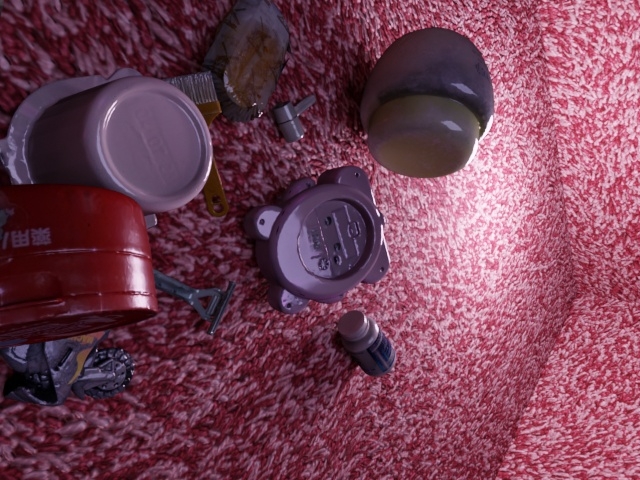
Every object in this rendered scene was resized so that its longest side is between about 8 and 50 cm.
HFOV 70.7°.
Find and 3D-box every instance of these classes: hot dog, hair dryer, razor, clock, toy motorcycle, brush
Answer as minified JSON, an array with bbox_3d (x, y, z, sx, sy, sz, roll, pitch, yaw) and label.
[{"bbox_3d":[-0.144,-0.360,0.883,0.162,0.082,0.270,44,58,-45],"label":"hot dog"},{"bbox_3d":[-0.048,-0.288,1.018,0.137,0.047,0.082,-51,129,-37],"label":"hair dryer"},{"bbox_3d":[-0.287,0.075,0.818,0.278,0.056,0.111,34,71,-35],"label":"razor"},{"bbox_3d":[0.000,0.000,1.027,0.322,0.113,0.295,-24,105,-31],"label":"clock"},{"bbox_3d":[-0.403,0.133,0.664,0.173,0.108,0.307,-33,115,-32],"label":"toy motorcycle"},{"bbox_3d":[-0.220,-0.168,0.843,0.103,0.013,0.272,-11,116,-3],"label":"brush"}]

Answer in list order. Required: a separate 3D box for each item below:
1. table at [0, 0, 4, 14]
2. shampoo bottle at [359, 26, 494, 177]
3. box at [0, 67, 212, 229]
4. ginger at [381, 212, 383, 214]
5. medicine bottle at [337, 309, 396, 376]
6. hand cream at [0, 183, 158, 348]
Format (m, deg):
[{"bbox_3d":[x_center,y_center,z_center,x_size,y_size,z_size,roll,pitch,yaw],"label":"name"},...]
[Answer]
[{"bbox_3d":[-0.443,-0.367,0.543,0.126,0.126,0.219,12,85,-46],"label":"table"},{"bbox_3d":[0.263,-0.340,1.128,0.322,0.323,0.317,31,61,-43],"label":"shampoo bottle"},{"bbox_3d":[-0.276,-0.147,0.672,0.262,0.206,0.291,37,65,-43],"label":"box"},{"bbox_3d":[0.108,-0.009,1.196,0.165,0.067,0.096,-55,130,-9],"label":"ginger"},{"bbox_3d":[0.122,0.275,1.212,0.107,0.107,0.191,-54,129,-26],"label":"medicine bottle"},{"bbox_3d":[-0.312,0.035,0.525,0.230,0.230,0.149,4,69,-46],"label":"hand cream"}]
